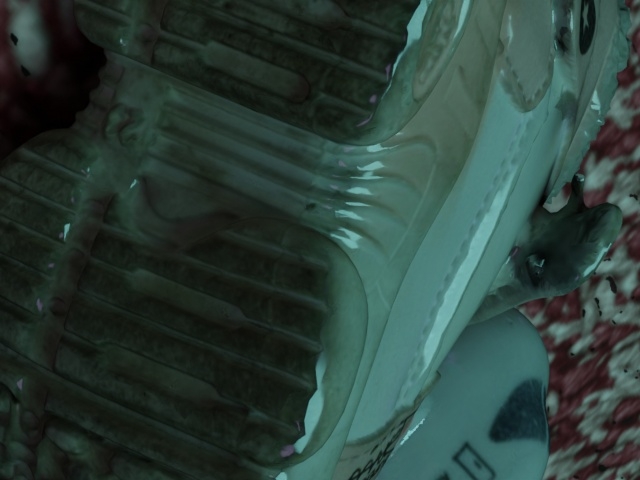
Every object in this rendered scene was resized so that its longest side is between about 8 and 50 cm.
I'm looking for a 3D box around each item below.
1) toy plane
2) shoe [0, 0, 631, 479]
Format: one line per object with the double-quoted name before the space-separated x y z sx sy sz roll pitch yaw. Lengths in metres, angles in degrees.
"toy plane" 0.018 0.131 0.799 0.252 0.118 0.252 -33 139 -34
"shoe" 0.002 0.002 0.628 0.198 0.172 0.351 2 117 -54
